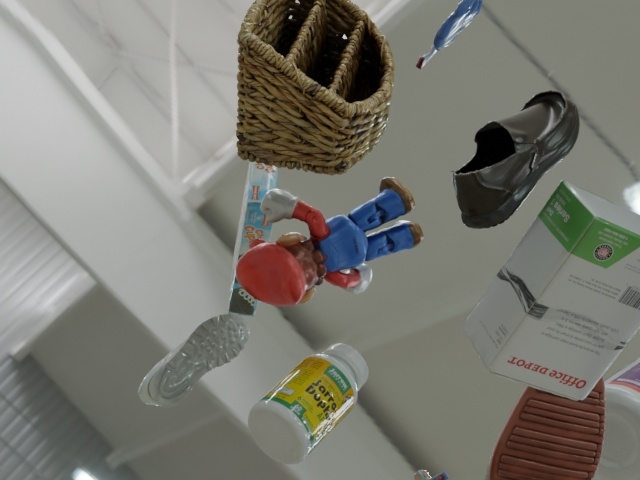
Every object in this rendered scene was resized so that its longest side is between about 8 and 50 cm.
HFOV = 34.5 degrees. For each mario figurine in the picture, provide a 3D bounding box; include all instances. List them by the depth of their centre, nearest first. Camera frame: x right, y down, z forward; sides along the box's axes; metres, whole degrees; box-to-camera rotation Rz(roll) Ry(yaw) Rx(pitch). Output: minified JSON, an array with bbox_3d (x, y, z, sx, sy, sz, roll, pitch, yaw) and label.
[{"bbox_3d":[0.000,0.000,1.747,0.198,0.320,0.170,64,-18,13],"label":"mario figurine"}]

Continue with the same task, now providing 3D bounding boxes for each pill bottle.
[{"bbox_3d":[-0.013,0.258,1.678,0.117,0.208,0.117,21,-51,29],"label":"pill bottle"},{"bbox_3d":[0.601,0.319,1.907,0.181,0.323,0.181,10,-75,38],"label":"pill bottle"}]

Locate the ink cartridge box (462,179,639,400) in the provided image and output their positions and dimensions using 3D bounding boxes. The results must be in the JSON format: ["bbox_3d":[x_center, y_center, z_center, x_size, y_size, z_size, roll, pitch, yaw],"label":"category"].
[{"bbox_3d":[0.292,0.063,1.197,0.160,0.092,0.219,21,-66,-28],"label":"ink cartridge box"}]

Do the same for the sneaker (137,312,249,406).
[{"bbox_3d":[-0.231,0.209,1.855,0.090,0.235,0.095,58,-29,-7],"label":"sneaker"}]

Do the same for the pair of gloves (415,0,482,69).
[{"bbox_3d":[0.215,-0.339,1.602,0.023,0.159,0.198,42,-13,3],"label":"pair of gloves"}]

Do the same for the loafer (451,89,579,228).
[{"bbox_3d":[0.218,-0.107,1.147,0.080,0.220,0.078,-2,-51,45],"label":"loafer"}]

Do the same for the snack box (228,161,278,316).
[{"bbox_3d":[-0.133,-0.022,2.057,0.060,0.187,0.322,7,-45,-7],"label":"snack box"}]

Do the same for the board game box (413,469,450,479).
[{"bbox_3d":[0.171,0.347,1.239,0.033,0.133,0.168,-33,-74,16],"label":"board game box"}]

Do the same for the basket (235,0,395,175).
[{"bbox_3d":[0.007,-0.268,1.568,0.213,0.299,0.223,10,-54,9],"label":"basket"}]

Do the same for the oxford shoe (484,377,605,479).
[{"bbox_3d":[0.285,0.332,1.442,0.140,0.146,0.397,18,-81,-2],"label":"oxford shoe"}]
